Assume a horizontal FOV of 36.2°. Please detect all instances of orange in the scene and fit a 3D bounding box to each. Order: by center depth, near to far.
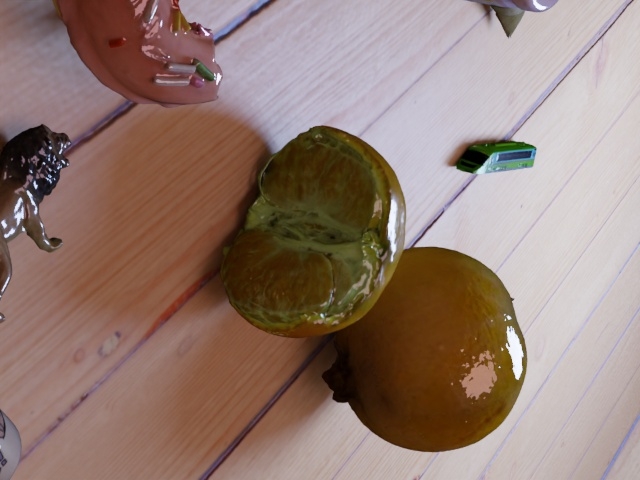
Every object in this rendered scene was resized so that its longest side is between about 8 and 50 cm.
[{"bbox_3d":[0.004,-0.001,1.096,0.158,0.179,0.237,26,83,-55],"label":"orange"}]

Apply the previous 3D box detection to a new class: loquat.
[{"bbox_3d":[0.135,0.152,1.320,0.275,0.275,0.274,-32,131,-44],"label":"loquat"}]

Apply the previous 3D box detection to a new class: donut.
[{"bbox_3d":[-0.113,-0.225,0.783,0.199,0.085,0.232,28,83,-53],"label":"donut"}]

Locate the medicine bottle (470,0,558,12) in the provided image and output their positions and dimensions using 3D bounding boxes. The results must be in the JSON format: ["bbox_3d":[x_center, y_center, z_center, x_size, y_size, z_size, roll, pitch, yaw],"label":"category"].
[{"bbox_3d":[0.142,-0.330,1.059,0.133,0.250,0.133,-32,133,-43],"label":"medicine bottle"}]

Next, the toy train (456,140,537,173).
[{"bbox_3d":[0.281,-0.136,1.558,0.209,0.044,0.042,-11,116,-54],"label":"toy train"}]

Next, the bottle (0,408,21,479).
[{"bbox_3d":[-0.318,0.127,0.753,0.097,0.110,0.209,-40,139,-17],"label":"bottle"}]

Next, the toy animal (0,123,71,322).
[{"bbox_3d":[-0.261,0.005,0.792,0.086,0.069,0.219,83,16,-57],"label":"toy animal"}]

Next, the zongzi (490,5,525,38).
[{"bbox_3d":[0.232,-0.336,1.361,0.189,0.081,0.178,-32,142,-37],"label":"zongzi"}]
